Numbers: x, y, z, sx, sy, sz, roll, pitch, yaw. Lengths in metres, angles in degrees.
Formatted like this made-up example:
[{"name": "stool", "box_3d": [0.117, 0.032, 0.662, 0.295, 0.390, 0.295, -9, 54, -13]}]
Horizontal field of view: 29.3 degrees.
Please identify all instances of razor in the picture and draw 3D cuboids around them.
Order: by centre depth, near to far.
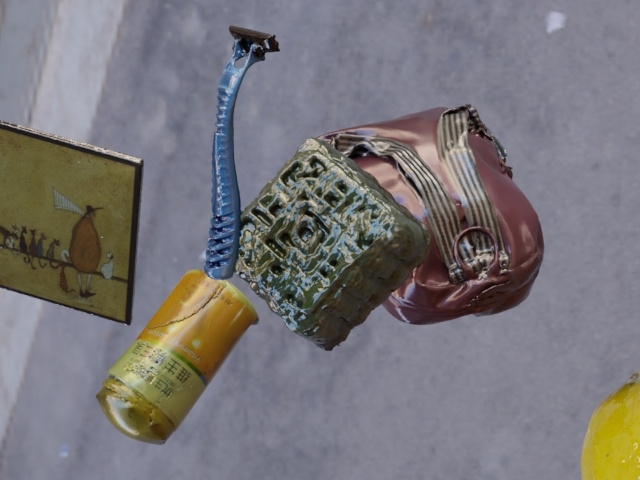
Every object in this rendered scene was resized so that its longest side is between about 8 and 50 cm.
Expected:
[{"name": "razor", "box_3d": [-0.089, -0.084, 1.215, 0.082, 0.042, 0.253, 27, 114, 52]}]

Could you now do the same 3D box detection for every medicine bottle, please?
[{"name": "medicine bottle", "box_3d": [-0.194, 0.158, 1.632, 0.124, 0.124, 0.239, -8, 41, 56]}]

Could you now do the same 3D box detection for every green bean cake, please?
[{"name": "green bean cake", "box_3d": [0.000, 0.000, 1.317, 0.181, 0.094, 0.173, -46, 61, 4]}]

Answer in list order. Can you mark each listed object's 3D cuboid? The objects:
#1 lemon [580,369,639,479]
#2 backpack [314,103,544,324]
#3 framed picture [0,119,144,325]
[{"name": "lemon", "box_3d": [0.354, 0.213, 1.127, 0.219, 0.240, 0.240, 58, 140, 5]}, {"name": "backpack", "box_3d": [0.145, -0.032, 1.595, 0.197, 0.283, 0.317, 92, 158, -45]}, {"name": "framed picture", "box_3d": [-0.393, -0.023, 1.825, 0.014, 0.255, 0.338, -70, -5, -48]}]
